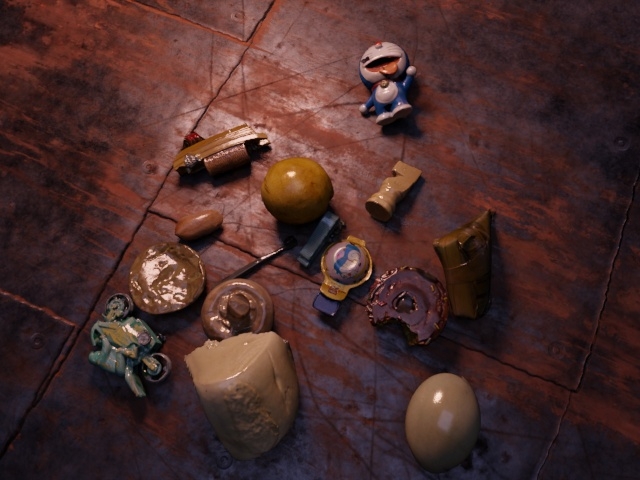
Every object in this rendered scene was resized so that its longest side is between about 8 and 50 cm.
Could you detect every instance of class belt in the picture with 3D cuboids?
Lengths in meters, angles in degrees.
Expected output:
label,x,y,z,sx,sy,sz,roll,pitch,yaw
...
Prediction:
label,x,y,z,sx,sy,sz,roll,pitch,yaw
belt,-0.004,-0.003,1.600,0.065,0.100,0.179,36,93,11

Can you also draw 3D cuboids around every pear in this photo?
label,x,y,z,sx,sy,sz,roll,pitch,yaw
pear,-0.062,-0.145,1.568,0.208,0.209,0.209,-1,73,3

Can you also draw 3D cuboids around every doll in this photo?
label,x,y,z,sx,sy,sz,roll,pitch,yaw
doll,0.204,-0.498,1.691,0.215,0.161,0.257,-18,75,24

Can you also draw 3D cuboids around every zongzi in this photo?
label,x,y,z,sx,sy,sz,roll,pitch,yaw
zongzi,0.457,0.069,1.552,0.289,0.123,0.260,-25,103,-45
zongzi,-0.414,-0.330,1.731,0.083,0.067,0.073,-23,61,-23

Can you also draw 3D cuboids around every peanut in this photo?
label,x,y,z,sx,sy,sz,roll,pitch,yaw
peanut,-0.369,-0.047,1.624,0.152,0.076,0.076,-21,73,-9

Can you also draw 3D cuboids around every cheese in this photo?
label,x,y,z,sx,sy,sz,roll,pitch,yaw
cheese,0.062,0.099,1.561,0.156,0.064,0.250,22,73,11

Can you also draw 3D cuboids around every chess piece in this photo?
label,x,y,z,sx,sy,sz,roll,pitch,yaw
chess piece,0.226,-0.157,1.632,0.090,0.090,0.200,34,67,12

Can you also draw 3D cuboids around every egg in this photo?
label,x,y,z,sx,sy,sz,roll,pitch,yaw
egg,0.313,0.466,1.374,0.186,0.186,0.253,19,78,8

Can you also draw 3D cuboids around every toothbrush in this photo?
label,x,y,z,sx,sy,sz,roll,pitch,yaw
toothbrush,-0.199,0.071,1.603,0.297,0.031,0.030,-32,48,-5

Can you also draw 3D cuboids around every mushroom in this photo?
label,x,y,z,sx,sy,sz,roll,pitch,yaw
mushroom,-0.227,0.199,1.469,0.207,0.215,0.208,2,71,-7

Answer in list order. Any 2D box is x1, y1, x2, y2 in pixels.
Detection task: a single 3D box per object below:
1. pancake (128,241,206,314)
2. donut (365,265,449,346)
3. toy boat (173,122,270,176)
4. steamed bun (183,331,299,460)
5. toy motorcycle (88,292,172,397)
label,x,y,z,sx,sy,sz,roll,pitch,yaw
pancake,-0.453,0.115,1.583,0.241,0.050,0.242,-2,61,3
donut,0.244,0.184,1.512,0.230,0.096,0.216,12,72,6
toy boat,-0.307,-0.270,1.679,0.310,0.089,0.115,-23,76,-5
steamed bun,-0.172,0.373,1.372,0.272,0.273,0.290,-32,115,-10
toy motorcycle,-0.554,0.303,1.510,0.198,0.109,0.296,-42,74,-7
